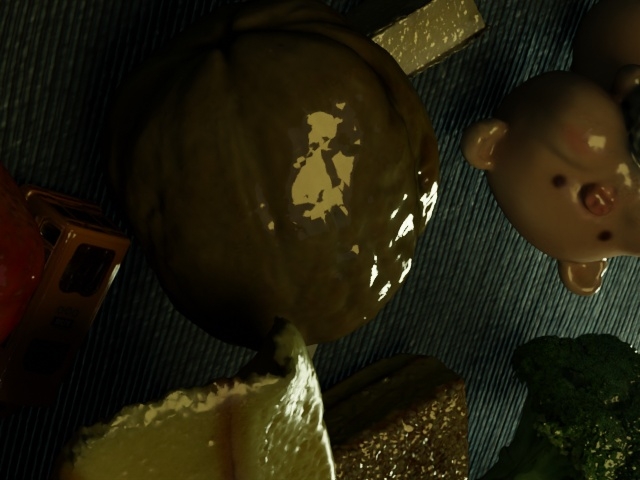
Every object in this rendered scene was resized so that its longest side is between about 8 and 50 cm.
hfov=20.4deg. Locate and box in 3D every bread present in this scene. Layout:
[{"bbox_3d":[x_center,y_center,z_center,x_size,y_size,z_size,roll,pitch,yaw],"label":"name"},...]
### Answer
[{"bbox_3d":[-0.129,0.165,1.351,0.233,0.245,0.362,-31,140,-26],"label":"bread"},{"bbox_3d":[0.027,0.227,1.679,0.234,0.110,0.184,-27,129,-29],"label":"bread"}]

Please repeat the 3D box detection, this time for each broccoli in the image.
[{"bbox_3d":[0.257,0.218,1.794,0.270,0.270,0.270,-30,138,5],"label":"broccoli"}]

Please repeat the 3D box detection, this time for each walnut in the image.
[{"bbox_3d":[-0.040,-0.052,1.338,0.282,0.227,0.283,1,136,1],"label":"walnut"}]

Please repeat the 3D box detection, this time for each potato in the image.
[{"bbox_3d":[0.069,-0.173,1.462,0.122,0.086,0.061,-34,121,-18],"label":"potato"}]

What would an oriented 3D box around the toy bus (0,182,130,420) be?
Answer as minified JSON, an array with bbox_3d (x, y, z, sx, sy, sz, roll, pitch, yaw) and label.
[{"bbox_3d":[-0.224,0.060,1.345,0.083,0.088,0.194,15,106,-48],"label":"toy bus"}]

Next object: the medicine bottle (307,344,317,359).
[{"bbox_3d":[0.000,0.000,1.538,0.092,0.061,0.221,14,109,-21],"label":"medicine bottle"}]

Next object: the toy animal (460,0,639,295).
[{"bbox_3d":[0.265,-0.105,1.617,0.210,0.229,0.221,45,40,-22],"label":"toy animal"}]

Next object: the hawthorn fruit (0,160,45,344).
[{"bbox_3d":[-0.273,0.005,1.200,0.189,0.189,0.189,-23,131,-30],"label":"hawthorn fruit"}]
